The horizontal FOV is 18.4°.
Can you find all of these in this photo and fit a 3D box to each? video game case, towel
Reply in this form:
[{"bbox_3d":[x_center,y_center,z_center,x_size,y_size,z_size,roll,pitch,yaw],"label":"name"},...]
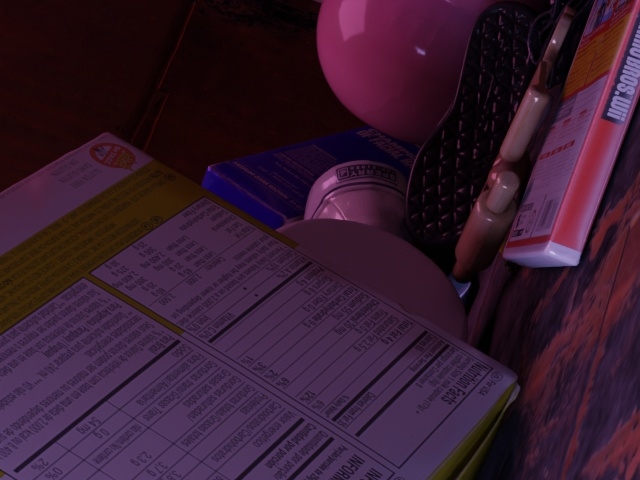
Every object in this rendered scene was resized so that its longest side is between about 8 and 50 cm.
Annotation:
[{"bbox_3d":[0.188,-0.119,1.268,0.204,0.025,0.285,150,140,-88],"label":"video game case"},{"bbox_3d":[0.152,-0.022,1.477,0.060,0.009,0.083,-80,11,-76],"label":"towel"}]

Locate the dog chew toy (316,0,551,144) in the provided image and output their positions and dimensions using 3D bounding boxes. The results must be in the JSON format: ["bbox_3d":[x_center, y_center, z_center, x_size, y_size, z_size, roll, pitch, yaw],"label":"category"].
[{"bbox_3d":[0.136,-0.254,1.822,0.332,0.206,0.206,-60,5,23],"label":"dog chew toy"}]

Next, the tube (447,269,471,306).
[{"bbox_3d":[0.079,0.115,1.686,0.207,0.052,0.080,-63,14,14],"label":"tube"}]

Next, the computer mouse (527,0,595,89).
[{"bbox_3d":[0.210,-0.272,1.549,0.188,0.072,0.272,112,178,-63],"label":"computer mouse"}]

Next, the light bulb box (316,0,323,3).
[{"bbox_3d":[0.096,-0.414,1.988,0.225,0.361,0.358,-70,1,-64],"label":"light bulb box"}]

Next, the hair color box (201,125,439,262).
[{"bbox_3d":[0.000,0.000,1.969,0.339,0.110,0.185,-20,-42,-53],"label":"hair color box"}]

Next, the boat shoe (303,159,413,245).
[{"bbox_3d":[0.033,0.110,1.800,0.156,0.135,0.367,-95,11,-45],"label":"boat shoe"}]

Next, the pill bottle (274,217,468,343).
[{"bbox_3d":[-0.023,0.168,1.537,0.204,0.204,0.361,-72,3,-50],"label":"pill bottle"}]

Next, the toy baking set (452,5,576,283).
[{"bbox_3d":[0.147,-0.063,1.463,0.256,0.030,0.197,108,-172,-59],"label":"toy baking set"}]

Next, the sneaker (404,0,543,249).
[{"bbox_3d":[0.147,-0.095,1.718,0.235,0.084,0.097,-66,-16,-7],"label":"sneaker"}]

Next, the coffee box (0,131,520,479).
[{"bbox_3d":[-0.132,0.197,1.208,0.338,0.334,0.338,-39,-26,-54],"label":"coffee box"}]
